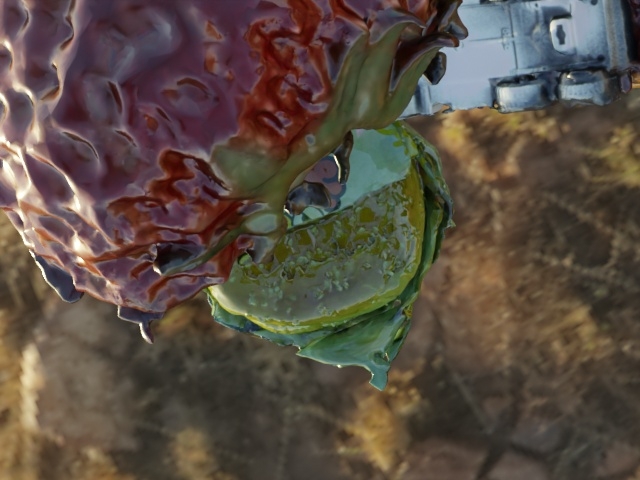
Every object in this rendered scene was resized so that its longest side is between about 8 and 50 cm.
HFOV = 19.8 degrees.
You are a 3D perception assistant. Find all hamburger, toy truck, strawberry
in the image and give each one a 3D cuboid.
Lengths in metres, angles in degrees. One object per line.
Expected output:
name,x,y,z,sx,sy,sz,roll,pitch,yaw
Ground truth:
hamburger,0.001,0.003,1.430,0.214,0.125,0.235,-11,80,12
toy truck,0.141,-0.149,1.294,0.270,0.135,0.114,-2,102,33
strawberry,-0.077,-0.132,0.830,0.253,0.150,0.280,-32,68,5
